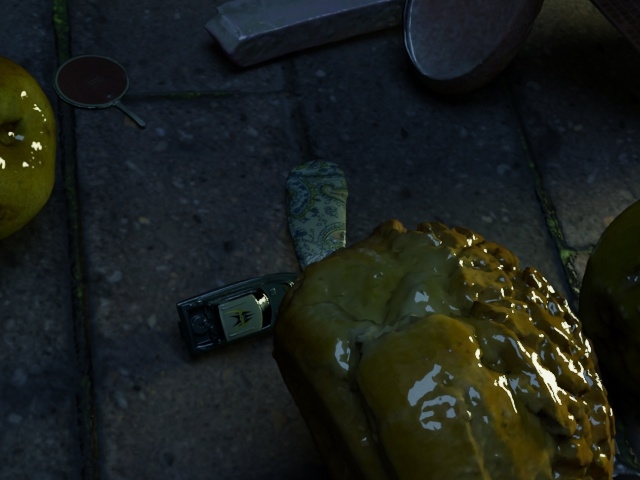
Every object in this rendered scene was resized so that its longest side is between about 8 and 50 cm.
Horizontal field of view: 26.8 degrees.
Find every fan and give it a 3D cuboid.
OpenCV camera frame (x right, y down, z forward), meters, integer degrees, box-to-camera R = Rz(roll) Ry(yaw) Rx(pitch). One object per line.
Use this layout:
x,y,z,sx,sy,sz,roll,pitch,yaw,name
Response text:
-0.236,-0.162,1.474,0.133,0.005,0.085,39,56,23,fan

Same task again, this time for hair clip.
0.000,-0.002,1.363,0.066,0.036,0.229,-3,52,-3,hair clip

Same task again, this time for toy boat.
-0.067,0.064,1.284,0.141,0.060,0.055,-17,101,-20,toy boat
0.180,-0.271,1.515,0.155,0.227,0.085,28,9,28,toy boat

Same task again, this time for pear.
-0.345,-0.087,1.285,0.200,0.200,0.200,4,51,-5,pear

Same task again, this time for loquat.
0.370,0.047,1.276,0.246,0.213,0.213,-23,58,-21,loquat

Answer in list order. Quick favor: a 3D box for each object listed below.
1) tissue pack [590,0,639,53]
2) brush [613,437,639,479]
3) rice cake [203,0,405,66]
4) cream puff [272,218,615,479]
0.405,-0.304,1.496,0.361,0.122,0.259,42,50,-24,tissue pack
0.273,0.211,1.246,0.063,0.016,0.193,-3,53,-12,brush
0.040,-0.273,1.570,0.365,0.056,0.073,-17,51,-20,rice cake
0.111,0.130,1.086,0.231,0.343,0.327,-25,79,-10,cream puff
